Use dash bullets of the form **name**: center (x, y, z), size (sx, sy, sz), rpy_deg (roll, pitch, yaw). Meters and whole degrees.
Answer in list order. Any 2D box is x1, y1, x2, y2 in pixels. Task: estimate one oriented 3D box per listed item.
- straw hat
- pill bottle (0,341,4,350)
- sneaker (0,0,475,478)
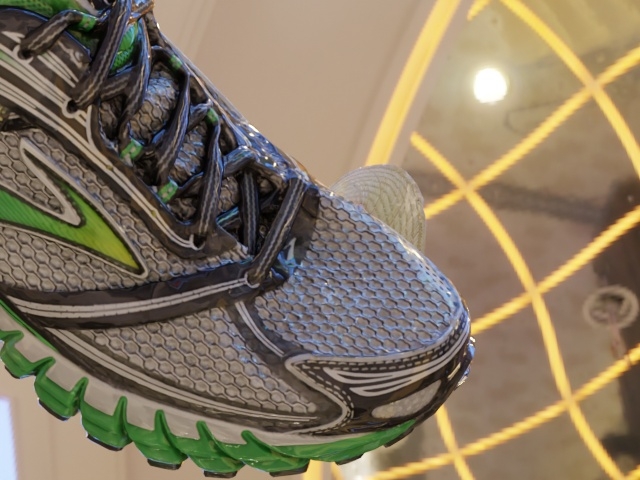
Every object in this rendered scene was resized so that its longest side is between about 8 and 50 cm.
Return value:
- **straw hat**: center (0.000, 0.000, 0.884), size (0.144, 0.144, 0.061), rpy_deg (-34, -45, 24)
- **pill bottle**: center (-0.242, -0.127, 0.824), size (0.224, 0.392, 0.224), rpy_deg (-33, -27, -20)
- **sneaker**: center (-0.090, -0.034, 0.485), size (0.343, 0.134, 0.146), rpy_deg (30, -47, -7)
